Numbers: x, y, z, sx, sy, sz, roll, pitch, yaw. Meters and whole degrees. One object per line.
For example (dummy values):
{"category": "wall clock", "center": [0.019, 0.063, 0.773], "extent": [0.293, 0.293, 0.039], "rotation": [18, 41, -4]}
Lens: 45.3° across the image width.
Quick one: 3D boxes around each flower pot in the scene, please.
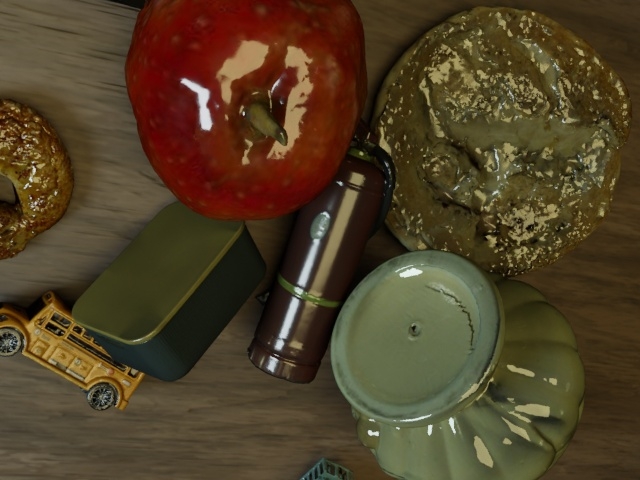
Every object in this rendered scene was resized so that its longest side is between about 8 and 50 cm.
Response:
{"category": "flower pot", "center": [0.155, 0.154, 0.948], "extent": [0.307, 0.307, 0.244], "rotation": [-48, 137, -2]}

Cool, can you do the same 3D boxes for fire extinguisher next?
{"category": "fire extinguisher", "center": [0.000, 0.000, 0.966], "extent": [0.105, 0.141, 0.341], "rotation": [8, 105, -53]}

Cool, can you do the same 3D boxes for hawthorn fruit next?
{"category": "hawthorn fruit", "center": [-0.069, -0.153, 0.800], "extent": [0.287, 0.330, 0.287], "rotation": [-5, 115, -11]}

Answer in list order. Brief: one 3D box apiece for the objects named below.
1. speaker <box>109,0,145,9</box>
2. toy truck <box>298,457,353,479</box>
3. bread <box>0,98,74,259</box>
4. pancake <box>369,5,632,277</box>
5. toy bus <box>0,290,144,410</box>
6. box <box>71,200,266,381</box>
{"category": "speaker", "center": [-0.263, -0.283, 0.794], "extent": [0.040, 0.191, 0.046], "rotation": [-2, 109, -64]}
{"category": "toy truck", "center": [-0.024, 0.407, 1.078], "extent": [0.080, 0.115, 0.178], "rotation": [31, 115, -23]}
{"category": "bread", "center": [-0.375, -0.068, 0.866], "extent": [0.193, 0.064, 0.193], "rotation": [-6, 107, -20]}
{"category": "pancake", "center": [0.241, -0.127, 1.044], "extent": [0.386, 0.082, 0.387], "rotation": [-3, 104, -12]}
{"category": "toy bus", "center": [-0.307, 0.125, 0.925], "extent": [0.194, 0.083, 0.088], "rotation": [39, 80, -25]}
{"category": "box", "center": [-0.168, 0.057, 0.890], "extent": [0.201, 0.144, 0.090], "rotation": [-53, 135, -30]}
